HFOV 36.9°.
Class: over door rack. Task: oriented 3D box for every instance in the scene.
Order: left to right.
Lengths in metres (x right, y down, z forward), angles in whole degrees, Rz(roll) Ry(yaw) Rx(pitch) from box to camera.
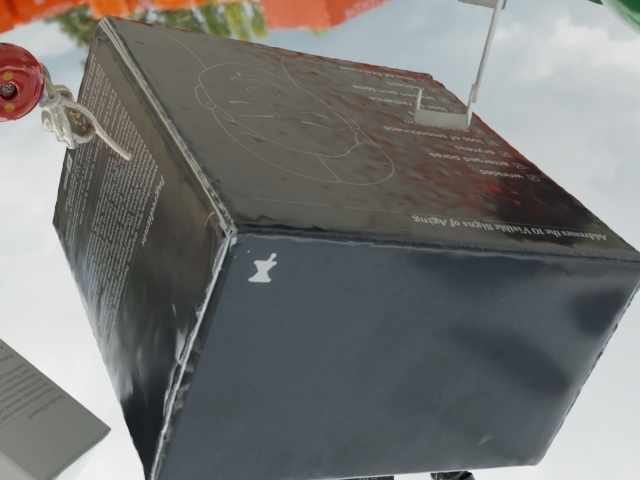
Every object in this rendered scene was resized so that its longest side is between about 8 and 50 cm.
[{"bbox_3d":[0.206,-0.277,0.875,0.108,0.324,0.239,23,-131,0],"label":"over door rack"}]

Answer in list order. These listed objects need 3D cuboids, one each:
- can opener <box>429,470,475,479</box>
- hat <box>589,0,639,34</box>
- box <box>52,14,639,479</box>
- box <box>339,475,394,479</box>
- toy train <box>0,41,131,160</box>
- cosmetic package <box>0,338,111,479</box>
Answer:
[{"bbox_3d":[0.278,0.393,1.740,0.186,0.073,0.059,-40,-161,9],"label":"can opener"},{"bbox_3d":[0.475,-0.282,1.340,0.209,0.183,0.173,-3,172,5],"label":"hat"},{"bbox_3d":[0.000,0.000,1.078,0.480,0.297,0.472,5,-152,-30],"label":"box"},{"bbox_3d":[0.045,0.419,1.671,0.158,0.093,0.156,7,-137,-8],"label":"box"},{"bbox_3d":[-0.219,-0.065,0.510,0.143,0.248,0.105,-43,-130,-4],"label":"toy train"},{"bbox_3d":[-0.338,0.205,0.928,0.151,0.184,0.151,-53,176,16],"label":"cosmetic package"}]
